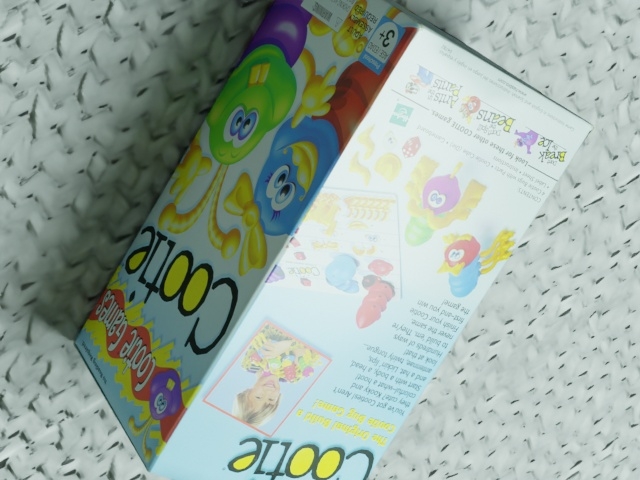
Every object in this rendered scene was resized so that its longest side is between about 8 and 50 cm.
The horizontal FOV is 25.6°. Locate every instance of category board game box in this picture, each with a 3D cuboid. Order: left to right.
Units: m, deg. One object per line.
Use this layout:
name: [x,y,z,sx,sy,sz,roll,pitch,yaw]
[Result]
board game box: [0.000,0.000,0.810,0.144,0.142,0.275,24,103,-36]
